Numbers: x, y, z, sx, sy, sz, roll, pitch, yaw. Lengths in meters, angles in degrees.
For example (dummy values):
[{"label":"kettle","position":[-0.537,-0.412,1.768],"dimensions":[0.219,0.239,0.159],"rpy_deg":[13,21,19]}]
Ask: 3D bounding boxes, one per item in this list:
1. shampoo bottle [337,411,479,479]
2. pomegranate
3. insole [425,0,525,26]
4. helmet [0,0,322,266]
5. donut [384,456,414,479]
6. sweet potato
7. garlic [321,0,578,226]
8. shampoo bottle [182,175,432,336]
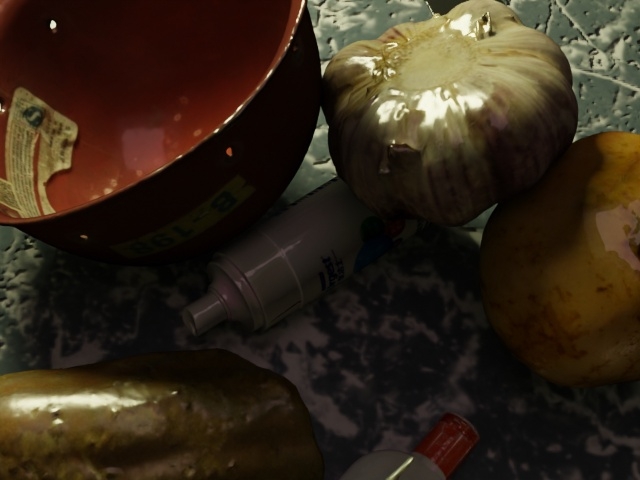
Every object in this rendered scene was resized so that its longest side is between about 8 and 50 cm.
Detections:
[{"label":"shampoo bottle","position":[0.058,0.239,1.059],"dimensions":[0.108,0.051,0.221],"rpy_deg":[37,64,16]},{"label":"pomegranate","position":[0.261,0.017,1.114],"dimensions":[0.248,0.248,0.248],"rpy_deg":[3,61,-5]},{"label":"insole","position":[0.164,-0.248,1.370],"dimensions":[0.119,0.009,0.348],"rpy_deg":[-19,65,-17]},{"label":"helmet","position":[-0.130,-0.117,1.118],"dimensions":[0.385,0.230,0.337],"rpy_deg":[-30,49,9]},{"label":"donut","position":[0.101,0.380,0.908],"dimensions":[0.307,0.150,0.371],"rpy_deg":[34,66,-3]},{"label":"sweet potato","position":[-0.186,0.176,1.016],"dimensions":[0.369,0.158,0.158],"rpy_deg":[-4,61,-10]},{"label":"garlic","position":[0.114,-0.104,1.100],"dimensions":[0.245,0.160,0.245],"rpy_deg":[-11,46,11]},{"label":"shampoo bottle","position":[0.000,0.000,1.164],"dimensions":[0.303,0.092,0.092],"rpy_deg":[-32,69,-22]}]
